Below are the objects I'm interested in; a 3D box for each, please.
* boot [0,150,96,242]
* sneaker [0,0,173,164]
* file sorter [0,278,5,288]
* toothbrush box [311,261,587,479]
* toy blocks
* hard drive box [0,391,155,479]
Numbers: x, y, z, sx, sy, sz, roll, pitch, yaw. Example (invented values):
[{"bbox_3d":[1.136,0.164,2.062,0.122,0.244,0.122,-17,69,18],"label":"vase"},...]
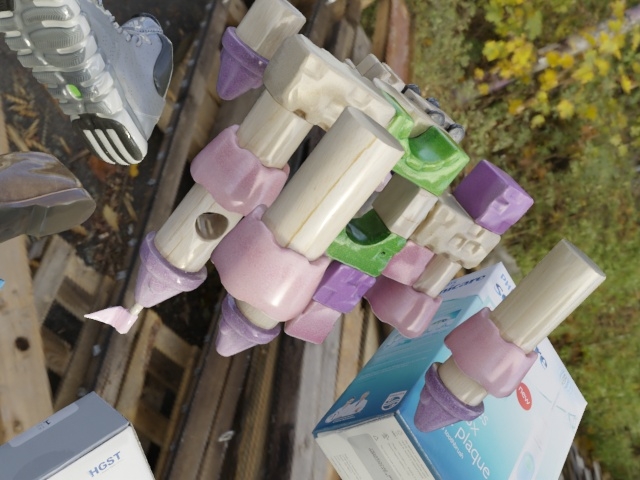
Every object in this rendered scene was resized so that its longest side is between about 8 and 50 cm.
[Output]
[{"bbox_3d":[-0.485,-0.059,1.035,0.305,0.112,0.115,-16,66,-51],"label":"boot"},{"bbox_3d":[-0.203,-0.190,0.653,0.229,0.086,0.132,73,32,-47],"label":"sneaker"},{"bbox_3d":[-0.286,0.022,0.377,0.170,0.118,0.105,28,80,-2],"label":"file sorter"},{"bbox_3d":[0.158,0.195,0.798,0.216,0.126,0.295,58,41,-7],"label":"toothbrush box"},{"bbox_3d":[0.000,0.000,0.591,0.288,0.260,0.309,24,24,-35],"label":"toy blocks"},{"bbox_3d":[-0.237,0.296,0.682,0.181,0.089,0.232,-29,118,-32],"label":"hard drive box"}]
